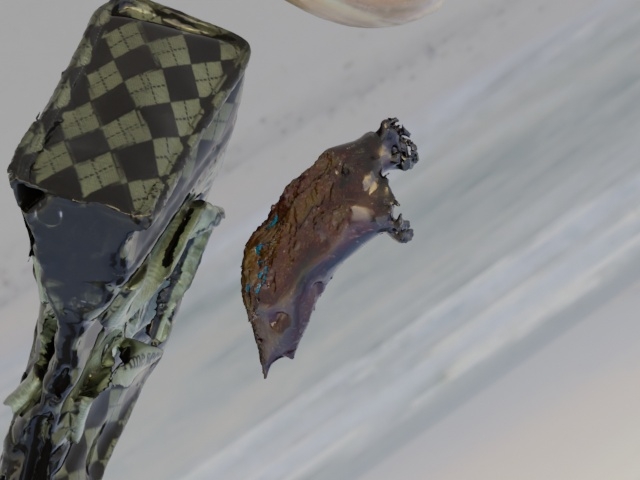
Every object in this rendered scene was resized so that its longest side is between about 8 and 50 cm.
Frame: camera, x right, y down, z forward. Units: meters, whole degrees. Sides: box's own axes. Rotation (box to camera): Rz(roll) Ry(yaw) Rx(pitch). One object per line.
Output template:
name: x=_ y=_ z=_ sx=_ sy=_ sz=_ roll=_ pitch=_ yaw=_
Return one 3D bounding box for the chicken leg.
chicken leg: x=0.000 y=0.000 z=1.362 sx=0.063 sy=0.105 sz=0.234 roll=11 pitch=130 yaw=-48

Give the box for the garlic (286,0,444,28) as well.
garlic: x=-0.018 y=-0.156 z=0.782 sx=0.099 sy=0.174 sz=0.124 roll=-55 pitch=140 yaw=-13

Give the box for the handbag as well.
handbag: x=-0.199 y=0.035 z=1.566 sx=0.317 sy=0.180 sz=0.416 roll=-73 pitch=-179 yaw=-50
